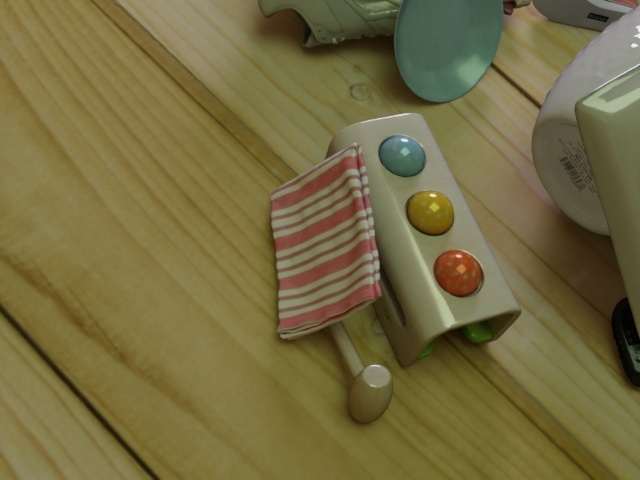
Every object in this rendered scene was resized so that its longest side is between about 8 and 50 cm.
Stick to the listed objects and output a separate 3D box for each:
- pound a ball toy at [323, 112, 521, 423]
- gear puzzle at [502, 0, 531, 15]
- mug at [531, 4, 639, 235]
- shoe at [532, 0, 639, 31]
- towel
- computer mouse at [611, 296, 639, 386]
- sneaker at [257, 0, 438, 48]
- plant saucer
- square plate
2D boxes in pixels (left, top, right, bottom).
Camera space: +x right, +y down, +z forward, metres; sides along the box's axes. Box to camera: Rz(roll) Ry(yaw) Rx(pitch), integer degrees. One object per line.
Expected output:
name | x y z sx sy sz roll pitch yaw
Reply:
pound a ball toy | 0.086 0.019 1.118 0.208 0.135 0.319 -13 64 -21
gear puzzle | 0.161 -0.445 1.468 0.176 0.044 0.338 -15 63 -20
mug | 0.461 -0.116 1.242 0.328 0.276 0.374 -32 103 -20
shoe | 0.392 -0.364 1.467 0.178 0.063 0.081 13 57 -13
towel | 0.000 0.000 1.102 0.029 0.144 0.197 19 54 -42
computer mouse | 0.399 0.181 1.169 0.071 0.041 0.242 -7 69 -9
sneaker | 0.033 -0.301 1.329 0.263 0.099 0.121 21 94 -19
plant saucer | 0.161 -0.282 1.312 0.195 0.194 0.037 -28 35 -27
square plate | 0.470 -0.084 1.091 0.347 0.344 0.049 -30 29 -8
